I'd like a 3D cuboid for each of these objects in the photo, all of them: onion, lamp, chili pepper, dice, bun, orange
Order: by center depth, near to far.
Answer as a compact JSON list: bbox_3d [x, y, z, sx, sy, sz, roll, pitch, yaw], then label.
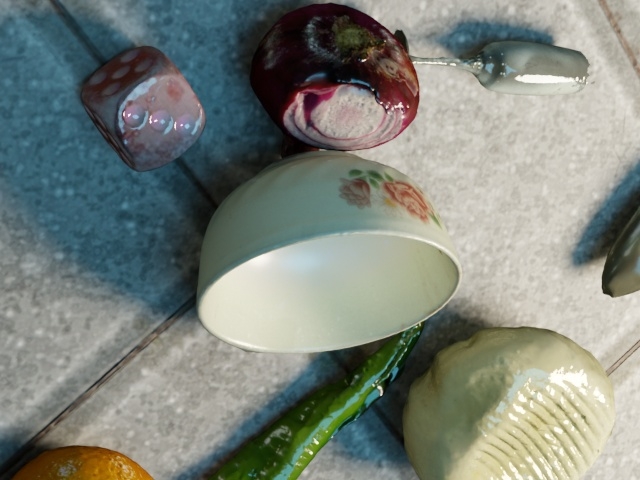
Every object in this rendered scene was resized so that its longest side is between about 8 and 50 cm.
[{"bbox_3d":[-0.173,-0.129,1.463,0.091,0.094,0.093,-37,121,-9],"label":"dice"},{"bbox_3d":[0.005,-0.161,1.540,0.173,0.198,0.135,17,61,-17],"label":"onion"},{"bbox_3d":[-0.249,0.310,1.561,0.193,0.161,0.193,-9,116,-20],"label":"orange"},{"bbox_3d":[-0.005,0.199,1.700,0.085,0.076,0.359,43,84,2],"label":"chili pepper"},{"bbox_3d":[0.215,0.195,1.766,0.259,0.160,0.259,-14,131,-17],"label":"bun"},{"bbox_3d":[0.437,-0.023,1.828,0.250,0.101,0.101,-40,123,-6],"label":"lamp"}]

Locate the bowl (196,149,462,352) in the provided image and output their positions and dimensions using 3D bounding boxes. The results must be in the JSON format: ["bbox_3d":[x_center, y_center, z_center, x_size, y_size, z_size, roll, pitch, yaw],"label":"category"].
[{"bbox_3d":[0.000,0.000,1.545,0.277,0.145,0.277,-7,155,-3],"label":"bowl"}]

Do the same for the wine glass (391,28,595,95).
[{"bbox_3d":[0.188,-0.192,1.646,0.262,0.074,0.074,0,110,-29],"label":"wine glass"}]
